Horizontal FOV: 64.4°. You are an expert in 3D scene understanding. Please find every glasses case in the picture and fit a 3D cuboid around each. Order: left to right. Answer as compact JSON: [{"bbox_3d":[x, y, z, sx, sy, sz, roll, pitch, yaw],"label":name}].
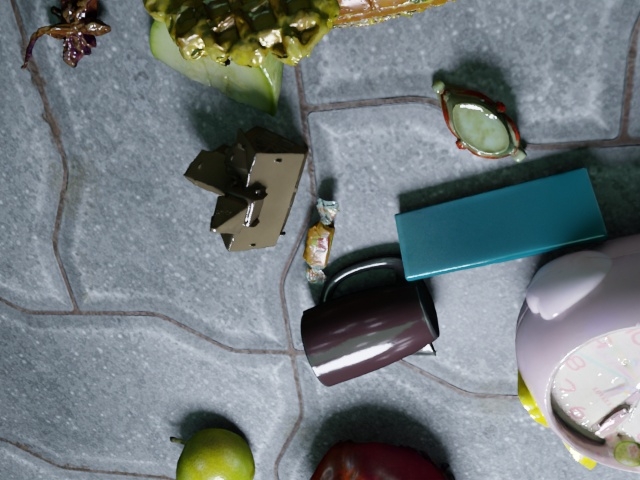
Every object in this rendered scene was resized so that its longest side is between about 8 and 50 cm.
[{"bbox_3d":[0.277,-0.017,0.814,0.300,0.070,0.117,-13,71,17],"label":"glasses case"}]

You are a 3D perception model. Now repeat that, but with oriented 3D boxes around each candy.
[{"bbox_3d":[0.000,0.000,0.916,0.053,0.046,0.182,14,121,3],"label":"candy"}]

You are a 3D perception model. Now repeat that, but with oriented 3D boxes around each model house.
[{"bbox_3d":[-0.139,-0.072,0.802,0.176,0.248,0.181,22,116,3],"label":"model house"}]

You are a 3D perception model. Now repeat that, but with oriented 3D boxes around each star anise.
[{"bbox_3d":[-0.435,-0.343,0.852,0.190,0.070,0.097,-32,106,26],"label":"star anise"}]

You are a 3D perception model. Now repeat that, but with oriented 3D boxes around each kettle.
[{"bbox_3d":[0.091,0.139,0.923,0.232,0.144,0.202,-22,77,14],"label":"kettle"}]

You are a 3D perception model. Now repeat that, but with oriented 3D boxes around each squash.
[{"bbox_3d":[-0.141,-0.355,0.805,0.236,0.155,0.204,24,154,0],"label":"squash"}]

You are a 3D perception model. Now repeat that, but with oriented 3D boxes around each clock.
[{"bbox_3d":[0.498,0.136,0.749,0.368,0.251,0.376,44,122,-7],"label":"clock"}]

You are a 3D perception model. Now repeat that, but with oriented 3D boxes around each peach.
[{"bbox_3d":[0.121,0.610,1.050,0.338,0.354,0.416,0,155,20],"label":"peach"}]

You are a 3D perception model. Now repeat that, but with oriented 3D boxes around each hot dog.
[{"bbox_3d":[0.074,-0.344,0.704,0.268,0.115,0.072,-3,94,18],"label":"hot dog"}]

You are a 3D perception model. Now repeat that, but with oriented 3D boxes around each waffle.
[{"bbox_3d":[-0.095,-0.368,0.676,0.324,0.068,0.302,22,86,22],"label":"waffle"}]

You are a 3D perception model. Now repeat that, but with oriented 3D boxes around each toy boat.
[{"bbox_3d":[0.240,-0.175,0.766,0.185,0.071,0.089,39,118,-5],"label":"toy boat"}]

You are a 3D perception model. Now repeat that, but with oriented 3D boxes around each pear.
[{"bbox_3d":[-0.254,0.498,1.147,0.216,0.166,0.180,37,132,20],"label":"pear"}]
